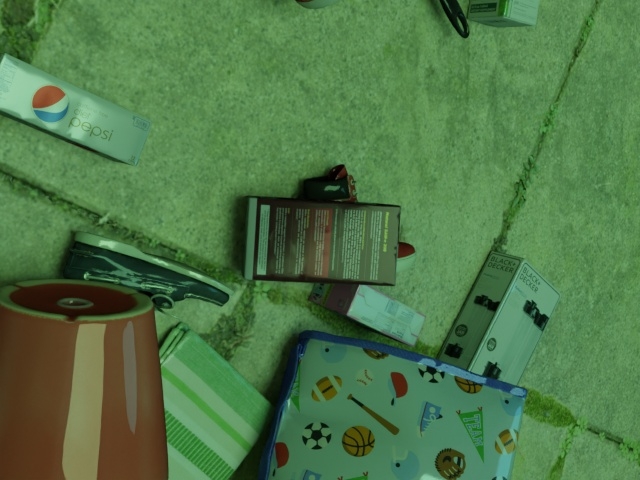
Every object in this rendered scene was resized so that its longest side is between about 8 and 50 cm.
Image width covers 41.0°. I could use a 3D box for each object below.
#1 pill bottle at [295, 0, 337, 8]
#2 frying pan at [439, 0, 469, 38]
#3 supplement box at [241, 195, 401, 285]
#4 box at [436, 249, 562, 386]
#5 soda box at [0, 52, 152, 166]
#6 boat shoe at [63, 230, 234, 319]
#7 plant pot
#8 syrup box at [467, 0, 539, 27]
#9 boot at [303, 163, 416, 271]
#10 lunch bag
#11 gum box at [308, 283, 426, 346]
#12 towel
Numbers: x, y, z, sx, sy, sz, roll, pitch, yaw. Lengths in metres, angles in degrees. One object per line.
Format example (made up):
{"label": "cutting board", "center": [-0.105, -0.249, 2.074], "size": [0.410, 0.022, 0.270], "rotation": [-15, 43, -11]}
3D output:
{"label": "pill bottle", "center": [-0.073, -0.483, 1.188], "size": [0.318, 0.176, 0.176], "rotation": [33, 79, -38]}
{"label": "frying pan", "center": [0.178, -0.512, 1.459], "size": [0.326, 0.053, 0.197], "rotation": [28, 82, -40]}
{"label": "supplement box", "center": [0.000, 0.000, 1.346], "size": [0.240, 0.073, 0.130], "rotation": [4, 95, -9]}
{"label": "box", "center": [0.356, 0.187, 1.723], "size": [0.169, 0.087, 0.290], "rotation": [39, 75, -37]}
{"label": "soda box", "center": [-0.334, -0.168, 1.116], "size": [0.216, 0.074, 0.069], "rotation": [24, 85, -38]}
{"label": "boat shoe", "center": [-0.241, 0.059, 1.224], "size": [0.255, 0.095, 0.079], "rotation": [22, 84, -37]}
{"label": "plant pot", "center": [-0.318, 0.187, 1.073], "size": [0.275, 0.275, 0.243], "rotation": [0, 103, -38]}
{"label": "syrup box", "center": [0.349, -0.517, 1.564], "size": [0.096, 0.093, 0.236], "rotation": [2, 98, -38]}
{"label": "boot", "center": [0.072, -0.037, 1.458], "size": [0.244, 0.088, 0.176], "rotation": [3, 96, -35]}
{"label": "lunch bag", "center": [0.101, 0.351, 1.416], "size": [0.386, 0.239, 0.327], "rotation": [18, 68, -10]}
{"label": "gum box", "center": [0.086, 0.120, 1.485], "size": [0.188, 0.107, 0.062], "rotation": [29, 81, -38]}
{"label": "towel", "center": [-0.238, 0.321, 1.312], "size": [0.325, 0.038, 0.248], "rotation": [-51, 121, -20]}
